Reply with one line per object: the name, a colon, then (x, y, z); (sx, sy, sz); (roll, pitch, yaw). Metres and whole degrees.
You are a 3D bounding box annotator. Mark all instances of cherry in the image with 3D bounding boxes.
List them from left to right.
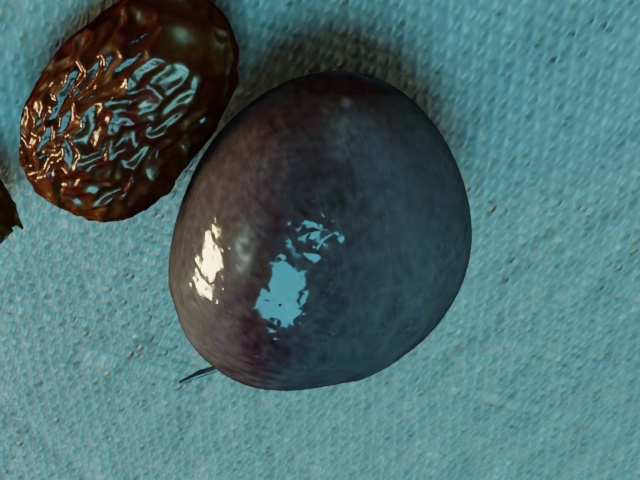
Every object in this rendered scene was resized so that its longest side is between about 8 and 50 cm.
cherry: (0.000, 0.000, 1.041); (0.213, 0.183, 0.266); (-25, 148, -34)

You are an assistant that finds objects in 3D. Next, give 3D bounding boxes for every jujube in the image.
jujube: (-0.125, -0.091, 1.006); (0.112, 0.109, 0.176); (-10, 146, -52)

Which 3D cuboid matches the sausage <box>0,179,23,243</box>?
sausage: (-0.376, -0.024, 1.071); (0.330, 0.102, 0.102); (-1, 138, 0)
